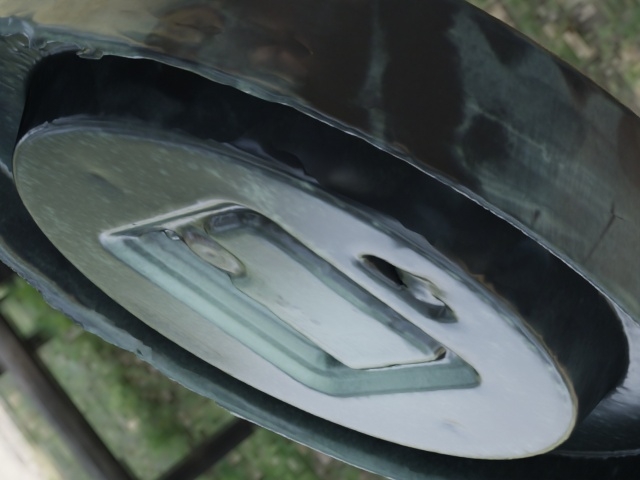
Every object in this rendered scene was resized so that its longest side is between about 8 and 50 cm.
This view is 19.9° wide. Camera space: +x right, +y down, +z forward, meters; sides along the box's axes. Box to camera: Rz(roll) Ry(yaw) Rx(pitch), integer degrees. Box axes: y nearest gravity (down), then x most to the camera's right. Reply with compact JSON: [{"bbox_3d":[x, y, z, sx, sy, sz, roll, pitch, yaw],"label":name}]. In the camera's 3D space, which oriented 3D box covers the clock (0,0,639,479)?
[{"bbox_3d":[0.000,0.000,0.786,0.386,0.076,0.386,23,159,9],"label":"clock"}]
